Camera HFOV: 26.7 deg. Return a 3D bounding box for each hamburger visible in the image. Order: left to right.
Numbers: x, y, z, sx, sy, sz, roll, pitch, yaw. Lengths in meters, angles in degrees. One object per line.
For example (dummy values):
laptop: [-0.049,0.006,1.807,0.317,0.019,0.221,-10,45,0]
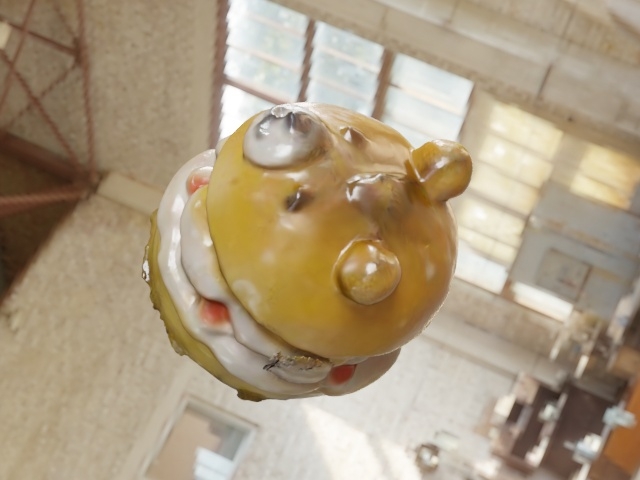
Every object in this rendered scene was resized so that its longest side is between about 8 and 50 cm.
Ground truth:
hamburger: [0.000,0.000,1.208,0.237,0.276,0.276,-37,18,51]
